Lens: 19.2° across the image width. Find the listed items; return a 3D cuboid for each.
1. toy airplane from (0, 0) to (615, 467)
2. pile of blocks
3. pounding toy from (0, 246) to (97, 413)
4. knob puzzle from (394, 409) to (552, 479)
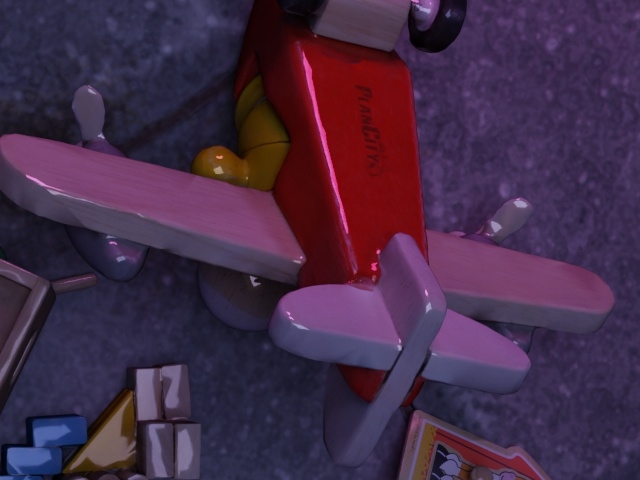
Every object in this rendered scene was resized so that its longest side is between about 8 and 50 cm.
[{"bbox_3d":[0.000,0.000,1.381,0.386,0.272,0.384,46,44,4],"label":"toy airplane"},{"bbox_3d":[-0.217,0.226,1.389,0.149,0.112,0.362,37,78,-12],"label":"pile of blocks"},{"bbox_3d":[-0.254,0.055,1.404,0.130,0.100,0.141,25,78,0],"label":"pounding toy"},{"bbox_3d":[0.146,0.235,1.484,0.213,0.030,0.213,16,49,-19],"label":"knob puzzle"}]
